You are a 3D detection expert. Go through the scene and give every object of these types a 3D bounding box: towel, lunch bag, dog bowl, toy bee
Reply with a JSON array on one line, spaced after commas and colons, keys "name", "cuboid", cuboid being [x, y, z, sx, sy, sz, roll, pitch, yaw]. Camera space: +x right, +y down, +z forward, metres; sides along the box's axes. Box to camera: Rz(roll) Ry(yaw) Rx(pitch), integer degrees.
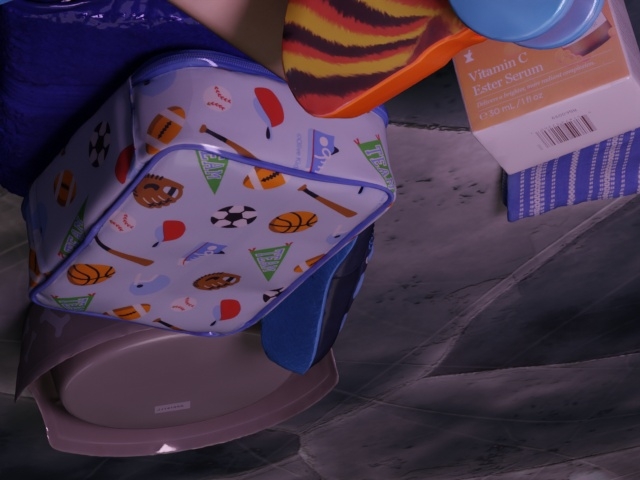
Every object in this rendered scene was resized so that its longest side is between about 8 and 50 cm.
[{"name": "towel", "cuboid": [0.343, -0.107, 1.767, 0.336, 0.040, 0.243, -11, 153, -3]}, {"name": "lunch bag", "cuboid": [-0.091, -0.027, 1.485, 0.243, 0.115, 0.303, 10, 149, -32]}, {"name": "towel", "cuboid": [-0.147, -0.131, 1.474, 0.228, 0.076, 0.308, 1, 152, -11]}, {"name": "dog bowl", "cuboid": [-0.152, 0.115, 1.925, 0.349, 0.102, 0.349, -9, 154, -5]}, {"name": "toy bee", "cuboid": [0.108, -0.182, 0.993, 0.298, 0.162, 0.195, -18, 175, -2]}]

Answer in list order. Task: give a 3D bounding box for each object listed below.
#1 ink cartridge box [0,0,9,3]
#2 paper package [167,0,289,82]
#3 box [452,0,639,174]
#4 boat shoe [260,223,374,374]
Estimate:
[{"name": "ink cartridge box", "cuboid": [-0.235, -0.206, 1.292, 0.048, 0.083, 0.028, -17, -170, 10]}, {"name": "paper package", "cuboid": [-0.006, -0.274, 1.035, 0.309, 0.168, 0.325, -41, 144, 13]}, {"name": "box", "cuboid": [0.171, -0.160, 1.431, 0.130, 0.170, 0.091, -21, 154, 17]}, {"name": "boat shoe", "cuboid": [0.000, 0.000, 1.734, 0.089, 0.109, 0.258, -35, 152, -53]}]
